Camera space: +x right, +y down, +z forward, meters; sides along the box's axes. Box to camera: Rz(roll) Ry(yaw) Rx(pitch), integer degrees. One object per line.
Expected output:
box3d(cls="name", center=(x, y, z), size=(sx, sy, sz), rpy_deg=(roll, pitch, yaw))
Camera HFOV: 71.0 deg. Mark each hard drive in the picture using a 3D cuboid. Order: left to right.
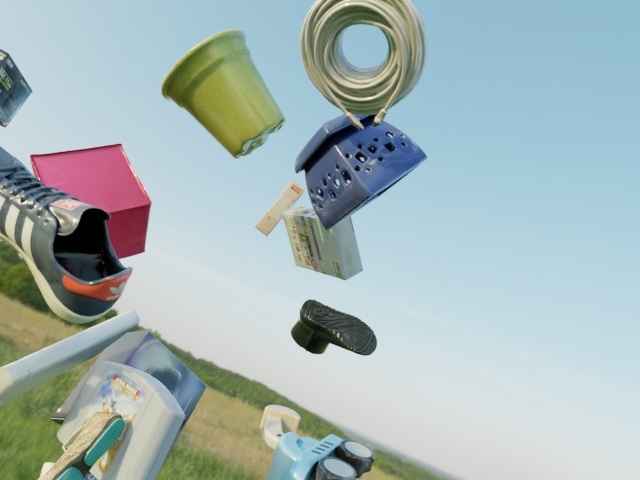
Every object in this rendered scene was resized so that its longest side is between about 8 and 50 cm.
box3d(cls="hard drive", center=(-0.628, 0.287, 1.064), size=(0.047, 0.233, 0.353), rpy_deg=(56, 21, 2))

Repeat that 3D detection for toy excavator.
box3d(cls="toy excavator", center=(-0.068, 0.654, 1.362), size=(0.446, 0.222, 0.433), rpy_deg=(18, 2, 26))

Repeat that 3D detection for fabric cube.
box3d(cls="fabric cube", center=(-0.685, -0.100, 1.345), size=(0.259, 0.254, 0.258), rpy_deg=(57, -37, 21))

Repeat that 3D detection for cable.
box3d(cls="cable", center=(0.089, -0.387, 0.910), size=(0.257, 0.089, 0.257), rpy_deg=(40, -50, -12))

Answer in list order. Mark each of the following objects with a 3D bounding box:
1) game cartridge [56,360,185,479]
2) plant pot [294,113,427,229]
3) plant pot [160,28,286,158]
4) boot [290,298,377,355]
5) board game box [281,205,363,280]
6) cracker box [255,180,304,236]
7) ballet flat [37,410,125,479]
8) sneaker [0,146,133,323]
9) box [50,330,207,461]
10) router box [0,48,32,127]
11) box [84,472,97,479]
box3d(cls="game cartridge", center=(-0.408, 0.361, 0.908), size=(0.298, 0.197, 0.062), rpy_deg=(11, -15, 37))
box3d(cls="plant pot", center=(0.083, -0.197, 1.146), size=(0.212, 0.236, 0.236), rpy_deg=(55, -32, 1))
box3d(cls="plant pot", center=(-0.239, -0.372, 1.220), size=(0.253, 0.276, 0.276), rpy_deg=(53, -25, -6))
box3d(cls="boot", center=(0.033, 0.286, 1.335), size=(0.247, 0.094, 0.207), rpy_deg=(27, -33, 7))
box3d(cls="board game box", center=(0.000, 0.000, 1.593), size=(0.304, 0.098, 0.223), rpy_deg=(12, -58, 53))
box3d(cls="cracker box", center=(-0.158, -0.130, 1.795), size=(0.067, 0.232, 0.155), rpy_deg=(39, 5, -5))
box3d(cls="ballet flat", center=(-0.435, 0.389, 0.783), size=(0.067, 0.206, 0.073), rpy_deg=(11, -54, 21))
box3d(cls="sneaker", center=(-0.421, -0.043, 0.696), size=(0.148, 0.131, 0.350), rpy_deg=(-35, -82, 30))
box3d(cls="box", center=(-0.548, 0.476, 1.331), size=(0.183, 0.296, 0.294), rpy_deg=(-14, -56, 34))
box3d(cls="router box", center=(-0.572, -0.270, 0.795), size=(0.038, 0.092, 0.122), rpy_deg=(25, -19, -8))
box3d(cls="box", center=(-0.800, 0.906, 1.609), size=(0.051, 0.220, 0.175), rpy_deg=(-7, 3, 25))
